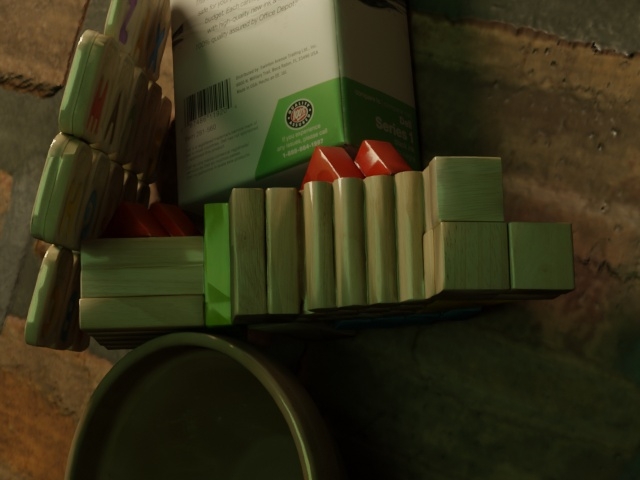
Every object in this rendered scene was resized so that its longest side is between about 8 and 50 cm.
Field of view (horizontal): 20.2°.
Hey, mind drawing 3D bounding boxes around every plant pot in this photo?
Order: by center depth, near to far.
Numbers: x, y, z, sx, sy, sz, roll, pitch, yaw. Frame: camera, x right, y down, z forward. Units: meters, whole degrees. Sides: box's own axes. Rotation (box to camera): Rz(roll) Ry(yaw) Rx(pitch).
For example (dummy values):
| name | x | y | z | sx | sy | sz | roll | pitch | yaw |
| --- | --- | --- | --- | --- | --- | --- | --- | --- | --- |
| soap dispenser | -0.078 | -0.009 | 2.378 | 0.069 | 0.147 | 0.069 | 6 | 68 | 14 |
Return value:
| name | x | y | z | sx | sy | sz | roll | pitch | yaw |
| --- | --- | --- | --- | --- | --- | --- | --- | --- | --- |
| plant pot | -0.056 | 0.180 | 1.201 | 0.237 | 0.110 | 0.237 | -4 | 84 | 41 |

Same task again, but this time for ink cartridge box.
| name | x | y | z | sx | sy | sz | roll | pitch | yaw |
| --- | --- | --- | --- | --- | --- | --- | --- | --- | --- |
| ink cartridge box | -0.022 | -0.136 | 1.278 | 0.160 | 0.092 | 0.219 | -18 | 66 | 37 |

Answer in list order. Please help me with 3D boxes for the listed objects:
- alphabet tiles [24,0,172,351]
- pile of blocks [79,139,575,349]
| name | x | y | z | sx | sy | sz | roll | pitch | yaw |
| --- | --- | --- | --- | --- | --- | --- | --- | --- | --- |
| alphabet tiles | -0.149 | -0.056 | 1.276 | 0.021 | 0.284 | 0.278 | 14 | 86 | 5 |
| pile of blocks | 0.000 | 0.000 | 1.186 | 0.362 | 0.149 | 0.112 | -7 | 78 | 26 |
